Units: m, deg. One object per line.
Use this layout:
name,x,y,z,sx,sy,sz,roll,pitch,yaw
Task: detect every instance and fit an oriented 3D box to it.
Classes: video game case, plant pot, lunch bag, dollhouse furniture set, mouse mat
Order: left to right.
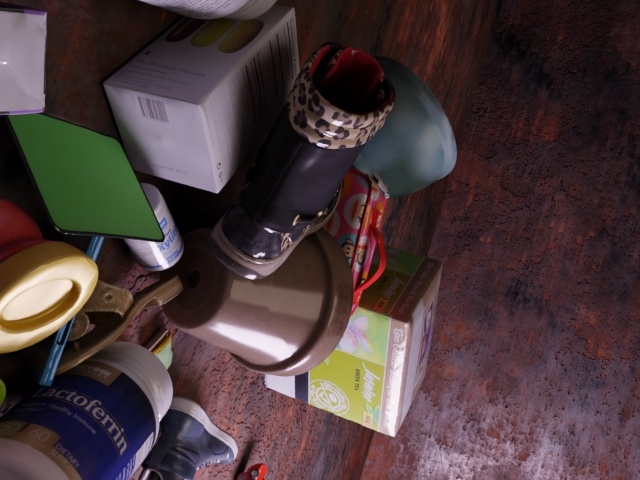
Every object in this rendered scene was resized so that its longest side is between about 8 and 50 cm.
video game case,-0.286,0.064,0.728,0.015,0.119,0.166,22,83,-33
mouse mat,-0.249,-0.067,0.715,0.007,0.153,0.189,-31,166,15
dollhouse furniture set,-0.251,0.205,0.989,0.152,0.058,0.076,-52,151,-46
plant pot,-0.115,0.077,1.025,0.229,0.263,0.263,17,89,-53
lunch bag,0.000,0.000,1.204,0.120,0.258,0.293,10,97,-68
plant pot,0.108,-0.200,1.367,0.196,0.293,0.293,-37,147,-16

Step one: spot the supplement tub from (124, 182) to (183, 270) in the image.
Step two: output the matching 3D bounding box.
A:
supplement tub,-0.227,-0.016,0.870,0.107,0.071,0.071,79,33,-52

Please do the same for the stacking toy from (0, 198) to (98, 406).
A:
stacking toy,-0.382,0.084,0.561,0.280,0.130,0.309,-52,163,18

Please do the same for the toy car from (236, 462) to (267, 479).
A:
toy car,-0.204,0.607,1.420,0.225,0.053,0.239,10,95,-69

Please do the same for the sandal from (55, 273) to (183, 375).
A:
sandal,-0.274,0.079,0.843,0.240,0.088,0.079,-40,108,-56

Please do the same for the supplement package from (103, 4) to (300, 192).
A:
supplement package,-0.139,-0.200,0.864,0.134,0.139,0.244,86,27,-45

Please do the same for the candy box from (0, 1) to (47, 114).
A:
candy box,-0.303,-0.127,0.404,0.165,0.196,0.070,-28,132,-62

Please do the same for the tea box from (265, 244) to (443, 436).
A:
tea box,0.065,0.186,1.420,0.220,0.323,0.329,-50,148,-48

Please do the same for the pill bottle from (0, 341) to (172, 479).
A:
pill bottle,-0.280,0.228,0.759,0.265,0.153,0.153,-57,157,-70

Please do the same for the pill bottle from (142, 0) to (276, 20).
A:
pill bottle,-0.151,-0.328,0.704,0.283,0.160,0.161,-15,119,-67

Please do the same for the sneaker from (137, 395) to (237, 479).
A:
sneaker,-0.225,0.387,1.130,0.226,0.086,0.164,63,35,-49

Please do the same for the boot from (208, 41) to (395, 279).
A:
boot,-0.001,-0.139,0.939,0.284,0.138,0.377,-56,177,36
